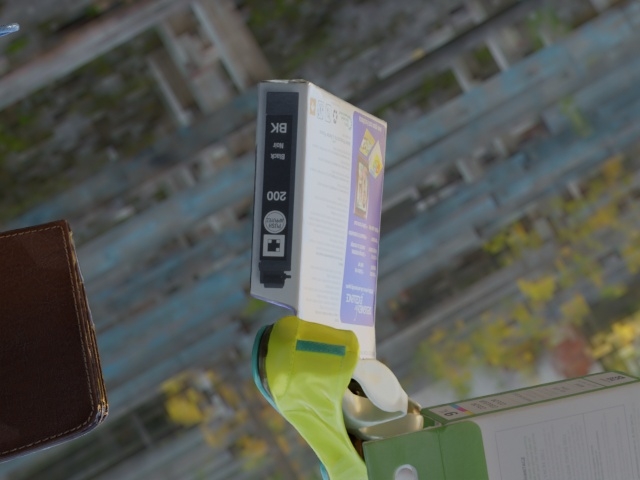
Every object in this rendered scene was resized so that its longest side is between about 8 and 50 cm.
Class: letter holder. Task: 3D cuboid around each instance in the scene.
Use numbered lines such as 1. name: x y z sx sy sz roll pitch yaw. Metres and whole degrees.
1. letter holder: -0.330 0.136 1.627 0.302 0.214 0.152 -11 146 -6

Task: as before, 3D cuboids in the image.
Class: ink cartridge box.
1. ink cartridge box: 0.125 0.161 1.329 0.209 0.109 0.062 -11 -173 -17
2. ink cartridge box: 0.000 0.000 1.448 0.045 0.208 0.206 0 175 17

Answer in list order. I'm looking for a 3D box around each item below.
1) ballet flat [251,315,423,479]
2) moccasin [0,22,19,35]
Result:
1. ballet flat: 0.024 0.113 1.282 0.077 0.077 0.231 -2 154 17
2. moccasin: -0.295 -0.171 1.442 0.342 0.117 0.137 91 11 -52
